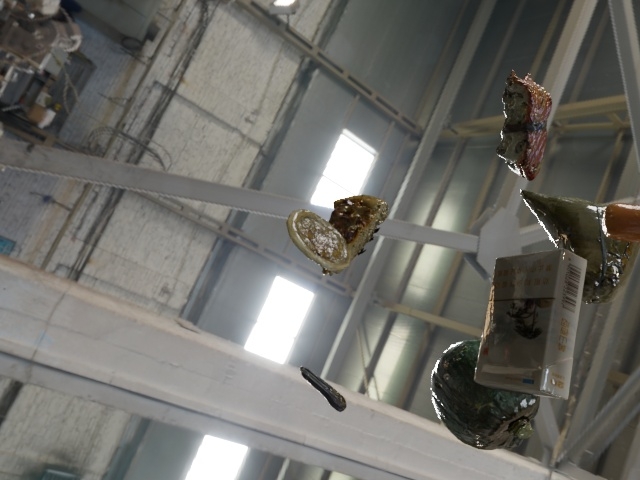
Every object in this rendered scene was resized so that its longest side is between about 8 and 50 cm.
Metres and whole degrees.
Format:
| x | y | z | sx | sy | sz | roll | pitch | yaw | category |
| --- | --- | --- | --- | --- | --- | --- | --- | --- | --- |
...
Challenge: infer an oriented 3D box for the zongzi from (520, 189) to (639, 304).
| x | y | z | sx | sy | sz | roll | pitch | yaw | category |
| --- | --- | --- | --- | --- | --- | --- | --- | --- | --- |
| 0.757 | 0.004 | 1.570 | 0.393 | 0.174 | 0.356 | 21 | -126 | 27 | zongzi |

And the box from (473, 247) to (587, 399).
| x | y | z | sx | sy | sz | roll | pitch | yaw | category |
| --- | --- | --- | --- | --- | --- | --- | --- | --- | --- |
| 0.349 | 0.138 | 0.856 | 0.149 | 0.067 | 0.233 | -21 | -130 | 66 | box |

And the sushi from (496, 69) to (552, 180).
| x | y | z | sx | sy | sz | roll | pitch | yaw | category |
| --- | --- | --- | --- | --- | --- | --- | --- | --- | --- |
| 0.627 | -0.354 | 1.583 | 0.130 | 0.124 | 0.332 | 25 | -62 | 53 | sushi |

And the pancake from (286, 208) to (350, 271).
| x | y | z | sx | sy | sz | roll | pitch | yaw | category |
| --- | --- | --- | --- | --- | --- | --- | --- | --- | --- |
| -0.001 | 0.001 | 0.941 | 0.025 | 0.152 | 0.151 | -44 | -148 | 26 | pancake |

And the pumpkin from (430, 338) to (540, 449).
| x | y | z | sx | sy | sz | roll | pitch | yaw | category |
| --- | --- | --- | --- | --- | --- | --- | --- | --- | --- |
| 0.392 | 0.390 | 1.295 | 0.263 | 0.197 | 0.292 | -112 | -156 | -60 | pumpkin |

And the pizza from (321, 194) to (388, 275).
| x | y | z | sx | sy | sz | roll | pitch | yaw | category |
| --- | --- | --- | --- | --- | --- | --- | --- | --- | --- |
| 0.044 | -0.016 | 1.073 | 0.154 | 0.069 | 0.193 | 7 | -118 | 44 | pizza |

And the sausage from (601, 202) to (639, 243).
| x | y | z | sx | sy | sz | roll | pitch | yaw | category |
| --- | --- | --- | --- | --- | --- | --- | --- | --- | --- |
| 0.790 | -0.035 | 1.212 | 0.098 | 0.238 | 0.098 | 8 | 90 | -86 | sausage |

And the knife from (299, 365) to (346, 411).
| x | y | z | sx | sy | sz | roll | pitch | yaw | category |
| --- | --- | --- | --- | --- | --- | --- | --- | --- | --- |
| 0.004 | 0.290 | 1.001 | 0.018 | 0.121 | 0.031 | -49 | -178 | 38 | knife |
